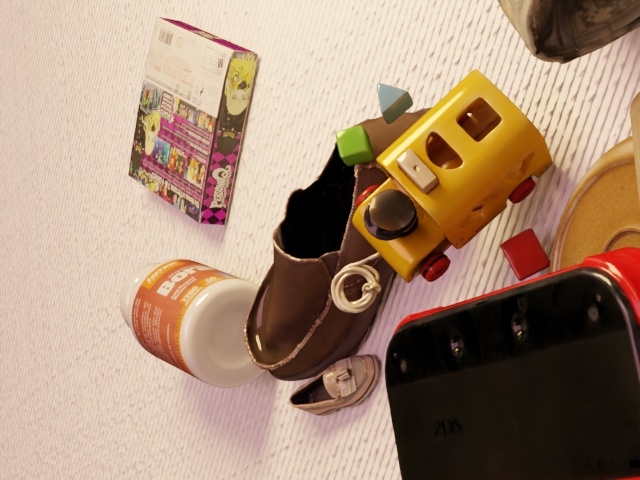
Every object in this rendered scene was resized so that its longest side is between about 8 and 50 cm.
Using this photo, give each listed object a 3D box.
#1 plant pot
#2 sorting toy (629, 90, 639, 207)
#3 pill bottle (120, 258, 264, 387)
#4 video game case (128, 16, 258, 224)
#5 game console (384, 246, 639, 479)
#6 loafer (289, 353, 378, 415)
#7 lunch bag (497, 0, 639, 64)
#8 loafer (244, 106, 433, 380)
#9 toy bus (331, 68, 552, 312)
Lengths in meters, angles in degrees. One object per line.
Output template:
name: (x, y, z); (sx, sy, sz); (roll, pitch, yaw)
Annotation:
plant pot: (0.248, 0.028, 1.219); (0.236, 0.032, 0.236); (-13, 75, 59)
sorting toy: (0.295, -0.085, 0.996); (0.307, 0.041, 0.229); (130, 151, -53)
pill bottle: (-0.144, 0.086, 1.783); (0.216, 0.121, 0.121); (16, 100, 58)
video game case: (-0.160, -0.149, 1.921); (0.232, 0.042, 0.210); (30, 112, 57)
game console: (0.180, 0.200, 1.260); (0.386, 0.060, 0.342); (-25, 73, 61)
loafer: (0.012, 0.148, 1.590); (0.125, 0.039, 0.045); (-39, 53, 51)
lunch bag: (0.208, -0.305, 1.201); (0.287, 0.169, 0.235); (-56, 41, 33)
loafer: (0.000, 0.000, 1.544); (0.366, 0.130, 0.134); (-58, 40, 38)
toy bus: (0.095, -0.048, 1.325); (0.191, 0.104, 0.202); (0, 74, 15)
